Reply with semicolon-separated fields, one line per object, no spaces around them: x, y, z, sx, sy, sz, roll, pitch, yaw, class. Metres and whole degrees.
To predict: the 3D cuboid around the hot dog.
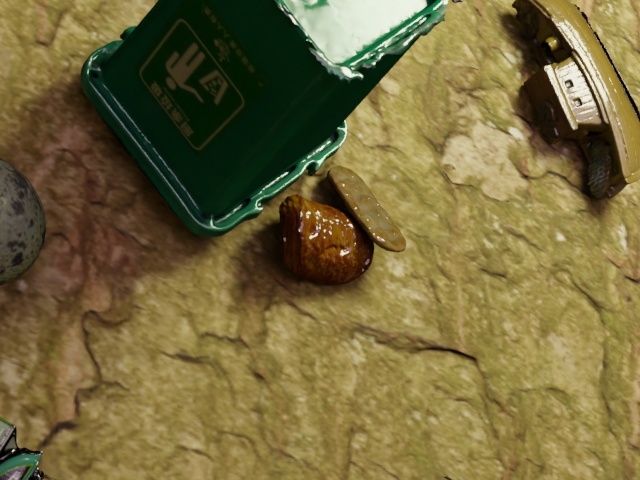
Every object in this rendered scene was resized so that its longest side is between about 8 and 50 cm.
0.002;-0.002;1.261;0.147;0.065;0.099;16;62;-46;hot dog

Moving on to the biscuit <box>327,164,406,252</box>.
0.056;-0.040;1.298;0.071;0.018;0.147;7;41;-49;biscuit

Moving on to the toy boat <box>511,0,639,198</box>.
0.359;-0.212;1.515;0.121;0.089;0.321;-22;83;-20;toy boat

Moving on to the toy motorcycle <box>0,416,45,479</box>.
-0.329;0.257;1.005;0.100;0.058;0.173;32;59;-6;toy motorcycle

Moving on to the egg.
-0.354;-0.028;1.049;0.172;0.132;0.132;37;59;2;egg

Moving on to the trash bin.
-0.044;-0.205;1.126;0.295;0.381;0.259;-38;93;-33;trash bin
